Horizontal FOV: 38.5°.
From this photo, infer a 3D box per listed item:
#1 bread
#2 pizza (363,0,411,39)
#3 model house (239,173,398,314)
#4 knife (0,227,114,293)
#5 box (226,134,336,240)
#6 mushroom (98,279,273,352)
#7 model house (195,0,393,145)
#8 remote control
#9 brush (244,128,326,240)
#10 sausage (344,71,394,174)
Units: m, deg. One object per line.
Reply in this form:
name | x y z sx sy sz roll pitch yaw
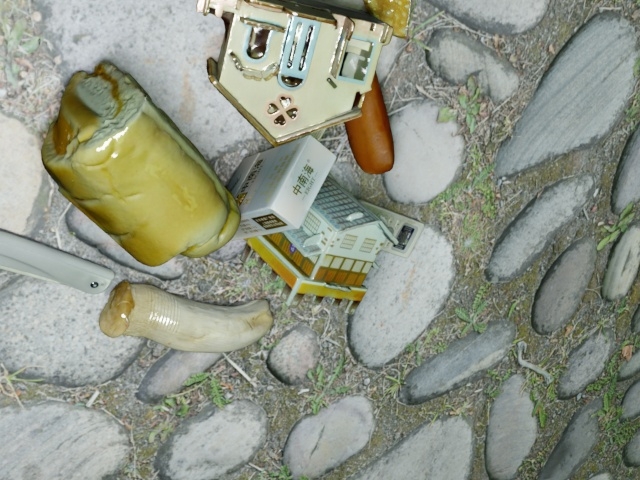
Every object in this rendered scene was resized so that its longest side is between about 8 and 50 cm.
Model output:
bread | -0.288 -0.097 1.471 0.210 0.300 0.341 -40 131 1
pizza | 0.140 -0.442 1.707 0.123 0.026 0.108 37 90 -35
model house | 0.000 0.000 1.723 0.198 0.224 0.215 9 114 -41
knife | -0.487 0.039 1.585 0.265 0.040 0.073 21 113 -36
box | -0.090 -0.085 1.591 0.067 0.243 0.155 39 65 -24
mushroom | -0.248 0.152 1.749 0.351 0.095 0.122 9 92 -35
model house | -0.067 -0.290 1.541 0.326 0.169 0.244 10 116 -17
remote control | 0.129 -0.024 1.914 0.190 0.029 0.087 20 103 -35
brush | -0.085 -0.118 1.752 0.103 0.013 0.272 20 104 -35
sausage | 0.079 -0.252 1.730 0.083 0.089 0.300 -26 125 -9
